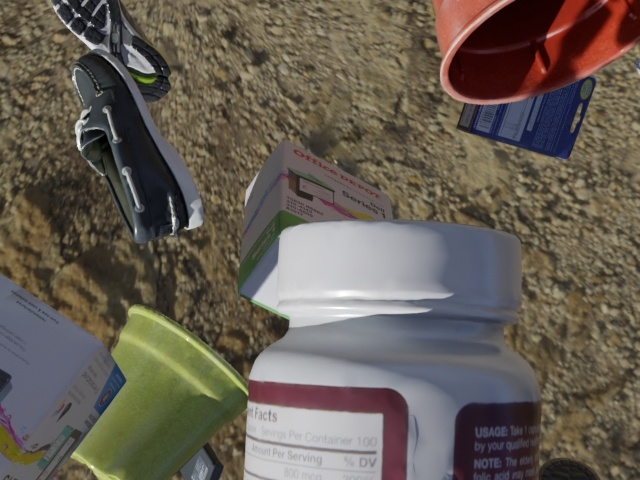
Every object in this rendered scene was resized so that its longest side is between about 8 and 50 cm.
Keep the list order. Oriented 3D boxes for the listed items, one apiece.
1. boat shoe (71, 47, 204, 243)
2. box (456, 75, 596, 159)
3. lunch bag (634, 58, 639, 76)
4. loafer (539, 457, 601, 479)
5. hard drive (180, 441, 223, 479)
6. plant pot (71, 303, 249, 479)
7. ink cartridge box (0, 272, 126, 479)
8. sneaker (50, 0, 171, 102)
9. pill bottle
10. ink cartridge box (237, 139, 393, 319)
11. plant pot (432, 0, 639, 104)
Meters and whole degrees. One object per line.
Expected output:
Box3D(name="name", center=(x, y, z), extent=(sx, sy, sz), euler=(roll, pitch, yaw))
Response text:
Box3D(name="boat shoe", center=(-0.251, -0.123, 1.099), extent=(0.091, 0.302, 0.114), euler=(-23, 146, -25))
Box3D(name="box", center=(0.307, -0.203, 1.317), extent=(0.225, 0.036, 0.136), euler=(10, 102, -36))
Box3D(name="lunch bag", center=(0.418, -0.206, 1.042), extent=(0.083, 0.071, 0.053), euler=(-37, 71, 18))
Box3D(name="loafer", center=(0.255, 0.373, 0.960), extent=(0.102, 0.268, 0.092), euler=(11, 150, 17))
Box3D(name="hard drive", center=(-0.234, 0.440, 1.735), extent=(0.022, 0.135, 0.094), euler=(13, 103, -31))
Box3D(name="plant pot", center=(-0.290, 0.291, 1.495), extent=(0.276, 0.276, 0.254), euler=(47, 66, -19))
Box3D(name="ink cartridge box", center=(-0.412, 0.209, 1.106), extent=(0.197, 0.198, 0.270), euler=(31, 70, 10))
Box3D(name="sneaker", center=(-0.383, -0.381, 1.596), extent=(0.111, 0.121, 0.300), euler=(-34, 114, -2))
Box3D(name="pill bottle", center=(0.051, 0.190, 0.675), extent=(0.224, 0.224, 0.392), euler=(5, 83, -11))
Box3D(name="ink cartridge box", center=(0.000, 0.000, 1.277), extent=(0.201, 0.278, 0.117), euler=(27, 118, -18))
Box3D(name="plant pot", center=(0.230, -0.343, 1.044), extent=(0.272, 0.272, 0.265), euler=(-15, 71, -4))
